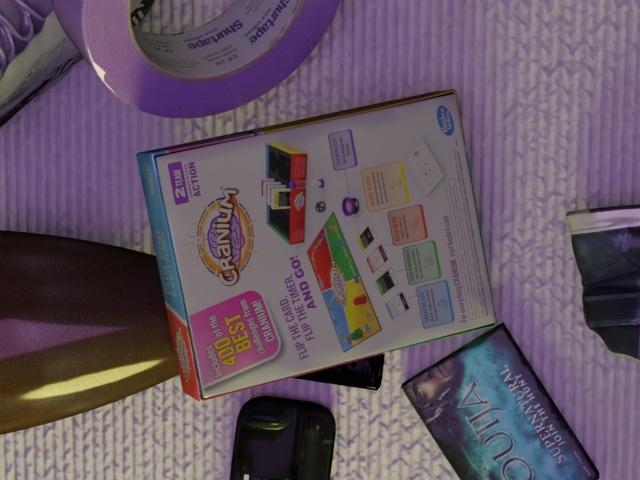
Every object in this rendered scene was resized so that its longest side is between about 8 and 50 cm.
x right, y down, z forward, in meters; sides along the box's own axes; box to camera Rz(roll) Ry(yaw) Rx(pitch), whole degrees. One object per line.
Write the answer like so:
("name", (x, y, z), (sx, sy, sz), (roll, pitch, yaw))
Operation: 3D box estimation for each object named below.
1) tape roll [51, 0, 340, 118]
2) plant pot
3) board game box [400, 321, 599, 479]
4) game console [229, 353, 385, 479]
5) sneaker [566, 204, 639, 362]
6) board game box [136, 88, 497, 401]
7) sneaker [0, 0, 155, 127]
("tape roll", (-0.113, -0.254, 1.660), (0.275, 0.275, 0.090), (-51, 46, 13))
("plant pot", (-0.246, 0.084, 1.765), (0.230, 0.215, 0.215), (-5, 98, 7))
("board game box", (0.183, 0.195, 1.802), (0.126, 0.026, 0.186), (-33, 93, 12))
("game console", (-0.049, 0.183, 1.832), (0.213, 0.044, 0.361), (9, 100, 10))
("sneaker", (0.361, 0.038, 1.710), (0.226, 0.086, 0.163), (-8, 87, 20))
("board game box", (0.000, 0.000, 1.708), (0.316, 0.064, 0.242), (-12, 97, -19))
("sneaker", (-0.296, -0.216, 1.721), (0.366, 0.210, 0.137), (-40, 91, 13))
